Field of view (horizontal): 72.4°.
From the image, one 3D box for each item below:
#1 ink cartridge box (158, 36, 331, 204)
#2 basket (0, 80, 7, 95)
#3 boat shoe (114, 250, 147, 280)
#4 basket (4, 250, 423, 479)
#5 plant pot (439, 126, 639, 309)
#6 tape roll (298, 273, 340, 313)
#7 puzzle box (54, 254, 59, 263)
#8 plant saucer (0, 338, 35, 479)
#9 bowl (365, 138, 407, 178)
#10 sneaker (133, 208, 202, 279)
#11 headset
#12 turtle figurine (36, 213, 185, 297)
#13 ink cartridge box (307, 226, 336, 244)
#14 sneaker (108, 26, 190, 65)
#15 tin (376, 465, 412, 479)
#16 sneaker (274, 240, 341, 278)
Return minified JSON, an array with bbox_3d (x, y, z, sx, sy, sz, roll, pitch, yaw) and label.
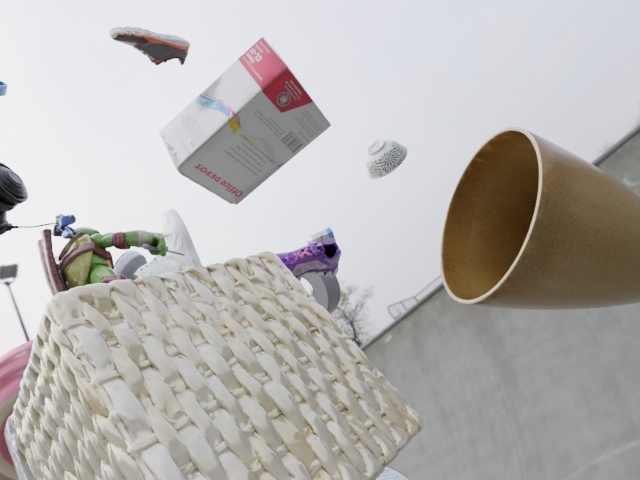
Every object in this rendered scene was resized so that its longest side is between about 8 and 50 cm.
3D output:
[{"bbox_3d":[-0.161,-0.249,0.974,0.306,0.131,0.226,-37,-27,9],"label":"ink cartridge box"},{"bbox_3d":[-0.848,-0.355,0.888,0.255,0.288,0.201,-103,31,-70],"label":"basket"},{"bbox_3d":[-0.625,0.168,1.271,0.367,0.156,0.136,-66,-15,21],"label":"boat shoe"},{"bbox_3d":[-0.122,0.218,0.513,0.328,0.331,0.266,-11,-40,-51],"label":"basket"},{"bbox_3d":[0.332,-0.004,0.593,0.254,0.237,0.237,13,-35,-7],"label":"plant pot"},{"bbox_3d":[-0.043,0.161,1.438,0.072,0.219,0.219,-23,-22,-50],"label":"tape roll"},{"bbox_3d":[-0.778,0.156,1.627,0.272,0.408,0.052,31,-104,-53],"label":"puzzle box"},{"bbox_3d":[-0.488,0.339,0.842,0.332,0.084,0.332,-11,-64,-23],"label":"plant saucer"},{"bbox_3d":[0.218,-0.307,1.561,0.170,0.170,0.080,-38,-62,8],"label":"bowl"},{"bbox_3d":[-0.433,0.040,1.198,0.169,0.293,0.108,-19,-33,-22],"label":"sneaker"},{"bbox_3d":[-0.944,-0.114,1.268,0.394,0.185,0.243,31,-75,-33],"label":"headset"},{"bbox_3d":[-0.330,0.088,0.743,0.197,0.266,0.275,-26,-51,-9],"label":"turtle figurine"},{"bbox_3d":[0.000,0.000,1.305,0.083,0.028,0.048,-23,-52,-6],"label":"ink cartridge box"},{"bbox_3d":[-0.347,-0.392,0.897,0.157,0.061,0.065,-2,-54,-31],"label":"sneaker"},{"bbox_3d":[0.163,0.531,0.924,0.106,0.189,0.040,10,-90,-38],"label":"tin"},{"bbox_3d":[-0.039,0.046,1.207,0.236,0.095,0.105,-4,-39,-31],"label":"sneaker"}]
